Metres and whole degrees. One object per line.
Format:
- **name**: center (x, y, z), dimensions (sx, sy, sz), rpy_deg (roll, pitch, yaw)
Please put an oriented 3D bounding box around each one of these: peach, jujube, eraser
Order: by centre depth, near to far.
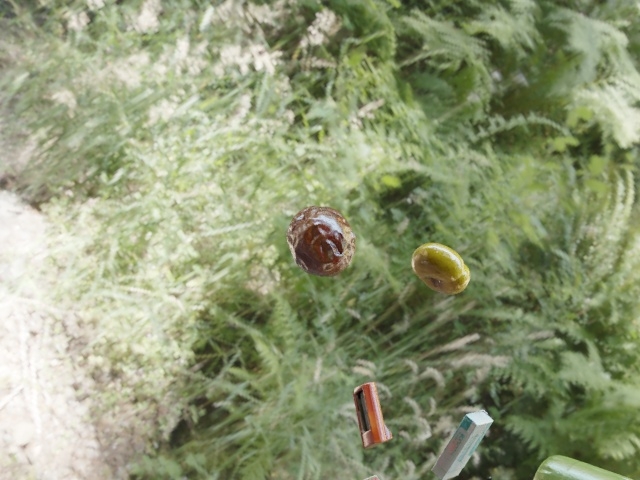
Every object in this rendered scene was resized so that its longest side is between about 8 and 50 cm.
- **jujube**: center (0.000, 0.000, 1.929), dimensions (0.174, 0.174, 0.250), rpy_deg (57, -2, -17)
- **peach**: center (0.345, 0.082, 2.215), dimensions (0.179, 0.103, 0.179), rpy_deg (32, -16, 10)
- **eraser**: center (0.424, 0.611, 2.315), dimensions (0.095, 0.225, 0.052), rpy_deg (2, 32, -47)

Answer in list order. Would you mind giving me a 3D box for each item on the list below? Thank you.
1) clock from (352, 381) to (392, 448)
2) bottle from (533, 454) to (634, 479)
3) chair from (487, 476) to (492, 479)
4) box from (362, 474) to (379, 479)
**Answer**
- **clock**: center (0.130, 0.443, 1.973), dimensions (0.113, 0.061, 0.155), rpy_deg (117, -38, -65)
- **bottle**: center (0.461, 0.420, 1.191), dimensions (0.260, 0.112, 0.112), rpy_deg (11, -34, 45)
- **chair**: center (0.384, 0.640, 1.673), dimensions (0.149, 0.174, 0.213), rpy_deg (108, 0, -50)
- **box**: center (0.050, 0.528, 1.545), dimensions (0.048, 0.112, 0.175), rpy_deg (66, -24, 22)
